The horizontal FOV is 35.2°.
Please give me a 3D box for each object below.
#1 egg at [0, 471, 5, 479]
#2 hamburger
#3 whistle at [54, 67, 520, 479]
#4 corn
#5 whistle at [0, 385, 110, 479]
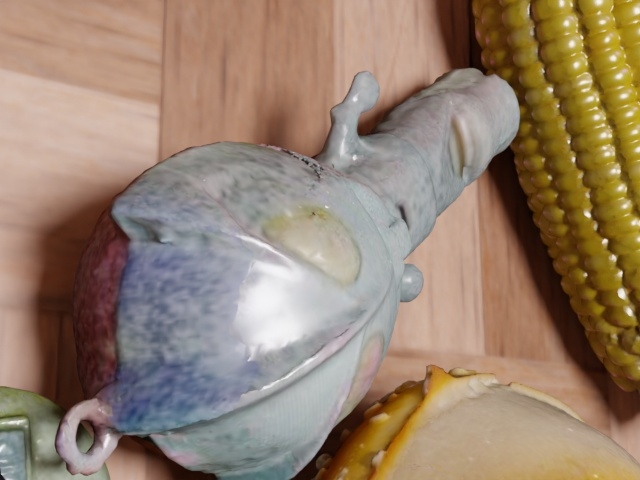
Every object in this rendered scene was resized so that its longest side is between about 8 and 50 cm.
[{"bbox_3d":[-0.208,0.090,0.222,0.279,0.279,0.310,0,53,-36],"label":"egg"},{"bbox_3d":[0.066,0.171,0.455,0.237,0.147,0.237,-9,103,-42],"label":"hamburger"},{"bbox_3d":[-0.001,-0.001,0.487,0.142,0.134,0.346,56,44,-7],"label":"whistle"},{"bbox_3d":[0.186,-0.050,0.625,0.130,0.130,0.347,-20,94,-38],"label":"corn"},{"bbox_3d":[-0.127,0.154,0.385,0.104,0.057,0.198,2,76,-35],"label":"whistle"}]
